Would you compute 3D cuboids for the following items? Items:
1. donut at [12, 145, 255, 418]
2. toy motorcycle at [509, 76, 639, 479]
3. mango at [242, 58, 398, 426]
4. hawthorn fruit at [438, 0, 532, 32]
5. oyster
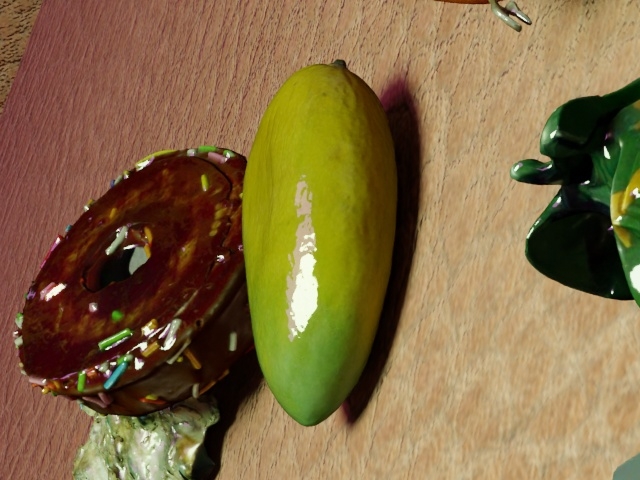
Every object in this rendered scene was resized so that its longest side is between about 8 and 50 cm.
[{"bbox_3d":[-0.125,0.036,1.438,0.235,0.089,0.235,-25,39,23],"label":"donut"},{"bbox_3d":[0.153,0.028,0.708,0.187,0.125,0.274,-37,41,48],"label":"toy motorcycle"},{"bbox_3d":[0.002,-0.005,1.224,0.137,0.091,0.237,119,152,-51],"label":"mango"},{"bbox_3d":[0.071,-0.214,0.999,0.211,0.211,0.299,124,150,-45],"label":"hawthorn fruit"},{"bbox_3d":[-0.146,0.135,1.555,0.259,0.092,0.198,-116,40,-59],"label":"oyster"}]
